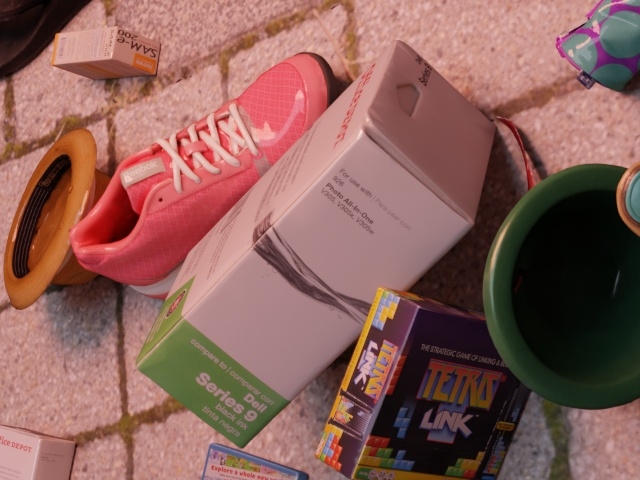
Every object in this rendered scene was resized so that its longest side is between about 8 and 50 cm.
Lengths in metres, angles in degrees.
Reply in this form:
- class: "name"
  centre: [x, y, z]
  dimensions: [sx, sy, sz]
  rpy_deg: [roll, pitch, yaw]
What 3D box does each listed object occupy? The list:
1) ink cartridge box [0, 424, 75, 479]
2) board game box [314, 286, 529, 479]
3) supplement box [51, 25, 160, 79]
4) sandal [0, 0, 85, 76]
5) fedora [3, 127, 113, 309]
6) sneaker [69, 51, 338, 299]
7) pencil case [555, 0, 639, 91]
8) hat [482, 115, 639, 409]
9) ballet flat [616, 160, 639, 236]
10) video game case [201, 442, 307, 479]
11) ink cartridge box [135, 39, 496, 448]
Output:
- class: "ink cartridge box"
  centre: [-0.303, 0.253, 1.736]
  dimensions: [0.088, 0.052, 0.122]
  rpy_deg: [8, 87, 43]
- class: "board game box"
  centre: [0.090, 0.120, 1.325]
  dimensions: [0.048, 0.170, 0.141]
  rpy_deg: [28, 100, 43]
- class: "supplement box"
  centre: [-0.221, -0.191, 1.758]
  dimensions: [0.098, 0.062, 0.036]
  rpy_deg: [1, 79, 42]
- class: "sandal"
  centre: [-0.298, -0.318, 1.827]
  dimensions: [0.445, 0.107, 0.168]
  rpy_deg: [-29, 60, 37]
- class: "fedora"
  centre: [-0.247, -0.014, 1.714]
  dimensions: [0.194, 0.079, 0.194]
  rpy_deg: [-41, 39, 43]
- class: "sneaker"
  centre: [-0.109, -0.056, 1.573]
  dimensions: [0.314, 0.136, 0.116]
  rpy_deg: [-44, 55, 26]
- class: "pencil case"
  centre: [0.247, -0.187, 1.323]
  dimensions: [0.152, 0.070, 0.064]
  rpy_deg: [-53, 19, 18]
- class: "hat"
  centre: [0.186, 0.026, 1.340]
  dimensions: [0.208, 0.173, 0.183]
  rpy_deg: [-58, 12, -10]
- class: "ballet flat"
  centre: [0.324, -0.009, 1.201]
  dimensions: [0.232, 0.073, 0.080]
  rpy_deg: [20, 95, 16]
- class: "video game case"
  centre: [-0.075, 0.277, 1.546]
  dimensions: [0.119, 0.015, 0.166]
  rpy_deg: [12, 88, 44]
- class: "ink cartridge box"
  centre: [0.000, 0.000, 1.401]
  dimensions: [0.289, 0.121, 0.211]
  rpy_deg: [-45, 11, 26]
